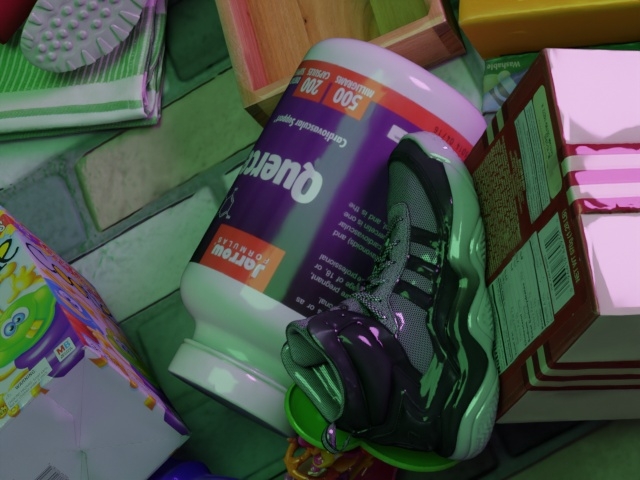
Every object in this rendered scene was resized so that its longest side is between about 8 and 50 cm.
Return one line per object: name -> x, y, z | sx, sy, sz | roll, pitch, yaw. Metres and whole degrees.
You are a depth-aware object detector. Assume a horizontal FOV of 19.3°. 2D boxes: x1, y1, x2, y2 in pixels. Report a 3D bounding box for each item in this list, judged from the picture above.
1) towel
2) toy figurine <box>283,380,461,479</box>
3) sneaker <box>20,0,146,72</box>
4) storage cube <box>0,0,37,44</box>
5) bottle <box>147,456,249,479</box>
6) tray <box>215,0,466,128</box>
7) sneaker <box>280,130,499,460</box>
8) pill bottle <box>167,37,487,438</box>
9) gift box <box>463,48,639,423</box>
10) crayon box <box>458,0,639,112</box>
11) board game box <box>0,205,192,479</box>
towel -> -0.260, -0.257, 1.915 | 0.248, 0.038, 0.325 | -6, 68, 22
toy figurine -> 0.021, 0.180, 1.547 | 0.130, 0.173, 0.159 | 63, 142, 31
sneaker -> -0.207, -0.264, 1.835 | 0.235, 0.090, 0.095 | -48, 26, 9
storage cube -> -0.350, -0.343, 1.862 | 0.183, 0.193, 0.215 | -48, 58, 0
bottle -> -0.076, 0.264, 1.597 | 0.283, 0.092, 0.118 | 30, 89, 30
tray -> -0.016, -0.322, 1.819 | 0.203, 0.076, 0.411 | -23, 62, 14
sneaker -> 0.047, 0.039, 1.464 | 0.153, 0.101, 0.268 | 0, 71, -18
pill bottle -> 0.000, 0.000, 1.619 | 0.181, 0.181, 0.323 | 24, 80, 29
gift box -> 0.274, 0.002, 1.426 | 0.258, 0.276, 0.255 | 0, 69, -18
crayon box -> 0.235, -0.284, 1.691 | 0.203, 0.083, 0.323 | -4, 69, 22
board game box -> -0.249, 0.112, 1.647 | 0.142, 0.144, 0.275 | -44, 36, 1
